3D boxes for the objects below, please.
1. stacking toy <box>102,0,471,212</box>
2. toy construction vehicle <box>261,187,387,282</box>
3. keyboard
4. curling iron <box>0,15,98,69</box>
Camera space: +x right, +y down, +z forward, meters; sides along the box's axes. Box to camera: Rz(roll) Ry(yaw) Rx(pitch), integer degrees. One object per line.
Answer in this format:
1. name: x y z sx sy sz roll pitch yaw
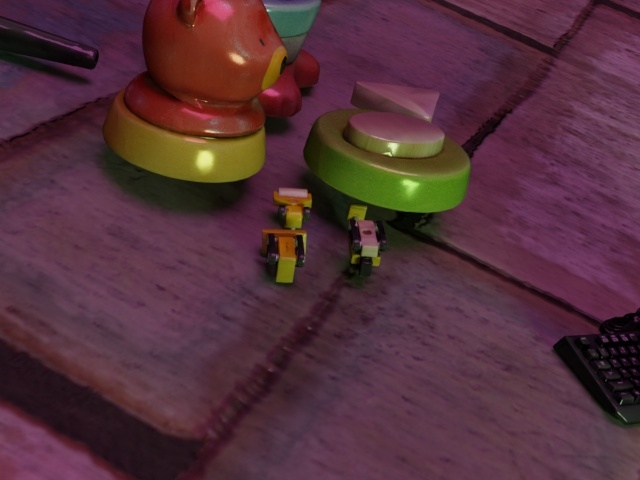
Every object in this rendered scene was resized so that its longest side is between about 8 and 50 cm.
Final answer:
1. stacking toy: -0.007 -0.150 0.831 0.280 0.130 0.309 12 27 -5
2. toy construction vehicle: 0.000 0.000 0.738 0.086 0.035 0.098 2 32 -8
3. keyboard: 0.253 0.082 0.757 0.180 0.023 0.108 0 36 -30
4. curling iron: -0.312 -0.184 0.828 0.274 0.035 0.068 20 -13 -7
